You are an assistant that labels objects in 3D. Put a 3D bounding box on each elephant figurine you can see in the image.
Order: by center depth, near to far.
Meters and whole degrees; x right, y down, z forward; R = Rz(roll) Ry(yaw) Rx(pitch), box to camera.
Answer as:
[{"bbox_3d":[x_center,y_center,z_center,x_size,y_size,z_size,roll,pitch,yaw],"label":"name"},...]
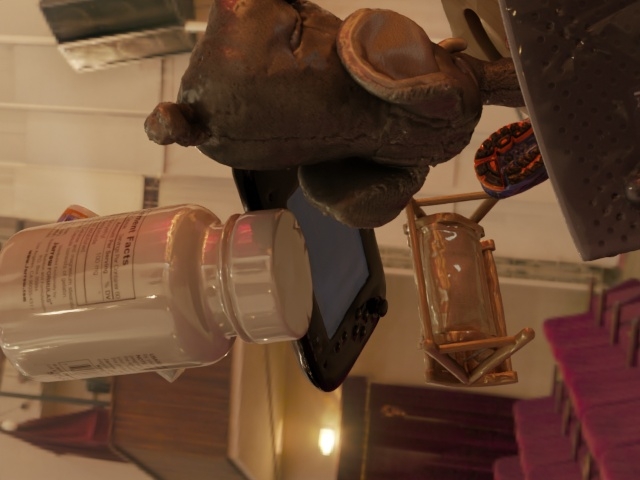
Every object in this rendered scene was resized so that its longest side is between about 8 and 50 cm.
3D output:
[{"bbox_3d":[0.037,-0.098,0.579,0.169,0.240,0.185,69,-139,-82],"label":"elephant figurine"}]

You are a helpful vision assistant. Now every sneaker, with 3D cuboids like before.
[{"bbox_3d":[0.267,-0.119,0.943,0.083,0.221,0.087,60,175,19],"label":"sneaker"}]

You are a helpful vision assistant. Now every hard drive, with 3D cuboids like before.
[{"bbox_3d":[0.178,-0.129,0.417,0.054,0.172,0.254,-62,-44,-70],"label":"hard drive"}]

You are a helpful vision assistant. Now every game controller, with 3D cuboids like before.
[{"bbox_3d":[0.000,0.000,0.808,0.166,0.067,0.319,-65,-32,-44],"label":"game controller"}]

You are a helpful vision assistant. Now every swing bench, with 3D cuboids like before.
[{"bbox_3d":[0.220,0.079,1.295,0.254,0.165,0.253,77,-172,-65],"label":"swing bench"}]

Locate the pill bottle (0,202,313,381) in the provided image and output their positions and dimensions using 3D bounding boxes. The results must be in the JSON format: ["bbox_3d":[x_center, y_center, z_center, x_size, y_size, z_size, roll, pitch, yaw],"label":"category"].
[{"bbox_3d":[-0.129,0.039,0.665,0.131,0.230,0.131,-8,-90,-75],"label":"pill bottle"}]

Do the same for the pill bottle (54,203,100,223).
[{"bbox_3d":[-0.455,0.053,1.467,0.216,0.121,0.121,-58,-19,-20],"label":"pill bottle"}]

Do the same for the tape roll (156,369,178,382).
[{"bbox_3d":[-0.247,0.163,1.589,0.219,0.072,0.219,-54,-2,-3],"label":"tape roll"}]

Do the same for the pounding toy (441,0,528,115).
[{"bbox_3d":[0.200,-0.211,0.685,0.155,0.269,0.154,-39,-27,-16],"label":"pounding toy"}]
